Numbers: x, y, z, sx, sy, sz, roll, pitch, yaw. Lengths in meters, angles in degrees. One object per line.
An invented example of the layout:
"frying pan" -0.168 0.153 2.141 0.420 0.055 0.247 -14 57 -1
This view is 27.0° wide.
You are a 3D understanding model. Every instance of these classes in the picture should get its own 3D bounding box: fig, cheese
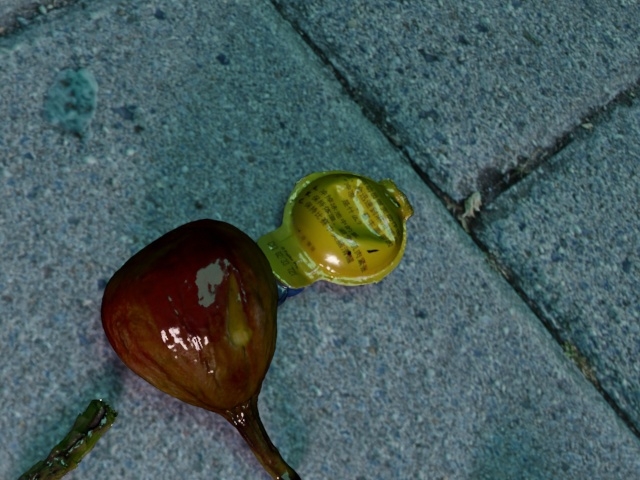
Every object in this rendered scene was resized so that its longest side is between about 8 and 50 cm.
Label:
"fig" -0.086 0.106 1.376 0.290 0.191 0.190 43 51 5
"cheese" 0.000 0.000 1.554 0.250 0.064 0.156 -29 75 -27

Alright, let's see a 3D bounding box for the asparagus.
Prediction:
"asparagus" -0.257 0.216 1.308 0.036 0.030 0.165 57 47 -16
